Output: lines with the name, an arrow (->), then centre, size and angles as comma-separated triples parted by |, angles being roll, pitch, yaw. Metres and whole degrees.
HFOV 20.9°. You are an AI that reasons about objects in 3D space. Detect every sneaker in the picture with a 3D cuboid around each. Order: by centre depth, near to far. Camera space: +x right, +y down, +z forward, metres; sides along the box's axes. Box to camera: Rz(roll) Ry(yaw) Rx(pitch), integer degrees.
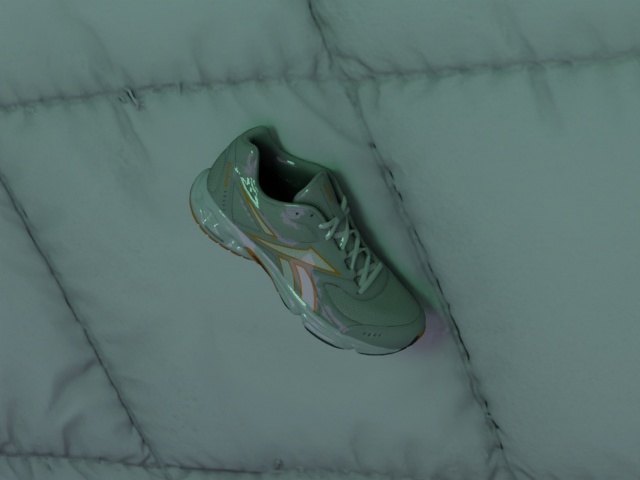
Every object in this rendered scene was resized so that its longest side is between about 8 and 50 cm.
sneaker -> 0.000, 0.000, 1.625 | 0.262, 0.099, 0.121 | 38, 135, 0
